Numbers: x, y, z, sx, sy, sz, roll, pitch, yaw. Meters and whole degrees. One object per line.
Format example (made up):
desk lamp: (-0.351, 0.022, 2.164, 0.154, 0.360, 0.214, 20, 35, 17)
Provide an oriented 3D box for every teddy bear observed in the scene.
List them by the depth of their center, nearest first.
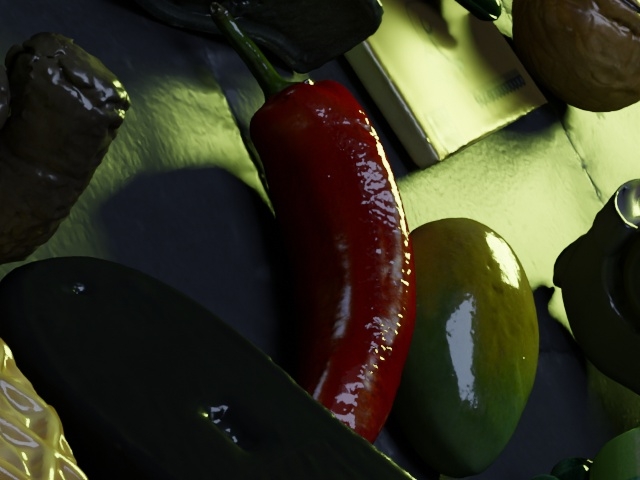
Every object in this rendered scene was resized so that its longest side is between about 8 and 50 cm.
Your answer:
teddy bear: (-0.202, -0.063, 0.809, 0.190, 0.140, 0.177, 33, -4, -18)

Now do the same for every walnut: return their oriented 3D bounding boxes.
walnut: (0.255, -0.197, 1.554, 0.180, 0.144, 0.144, 43, 32, -36)

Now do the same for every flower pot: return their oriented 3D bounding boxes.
flower pot: (-0.056, -0.208, 1.158, 0.229, 0.103, 0.108, 14, 51, -49)

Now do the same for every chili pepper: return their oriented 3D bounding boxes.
chili pepper: (0.005, 0.006, 1.046, 0.137, 0.092, 0.368, 32, 35, -44)

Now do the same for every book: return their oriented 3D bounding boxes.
book: (0.038, -0.249, 1.396, 0.389, 0.032, 0.269, 56, 31, 1)

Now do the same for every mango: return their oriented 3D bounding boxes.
mango: (0.094, 0.070, 1.129, 0.130, 0.092, 0.194, 30, 48, -39)

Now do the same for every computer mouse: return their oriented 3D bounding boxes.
computer mouse: (-0.064, 0.115, 0.823, 0.270, 0.086, 0.137, 37, 34, 20)

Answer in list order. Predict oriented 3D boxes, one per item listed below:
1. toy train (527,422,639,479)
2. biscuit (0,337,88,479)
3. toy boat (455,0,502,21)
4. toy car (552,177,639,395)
toy train: (0.194, 0.225, 1.047, 0.105, 0.157, 0.253, 42, 33, -23)
biscuit: (-0.185, 0.073, 0.682, 0.204, 0.040, 0.309, 20, 27, -46)
toy boat: (0.085, -0.262, 1.394, 0.210, 0.052, 0.104, 32, 39, -36)
toy car: (0.356, 0.119, 1.356, 0.242, 0.226, 0.336, -11, 53, -38)
